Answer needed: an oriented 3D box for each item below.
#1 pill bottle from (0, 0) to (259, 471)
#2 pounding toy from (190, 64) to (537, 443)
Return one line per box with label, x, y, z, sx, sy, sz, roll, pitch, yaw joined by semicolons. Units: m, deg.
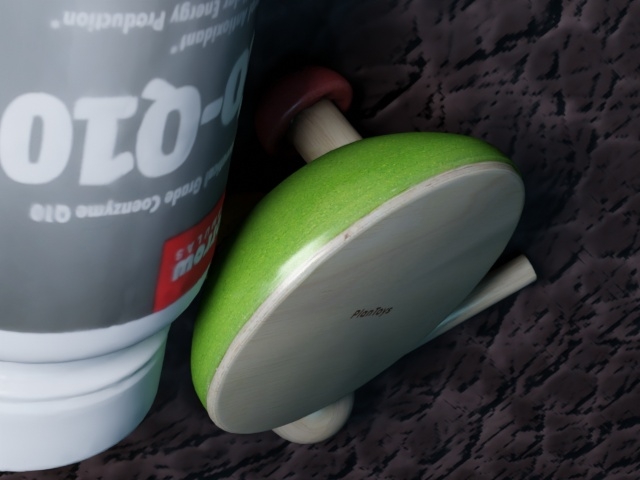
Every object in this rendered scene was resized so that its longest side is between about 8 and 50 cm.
pill bottle;-0.113;-0.054;0.622;0.161;0.161;0.283;0;126;-18
pounding toy;0.000;0.000;0.759;0.183;0.110;0.237;-39;159;-1
